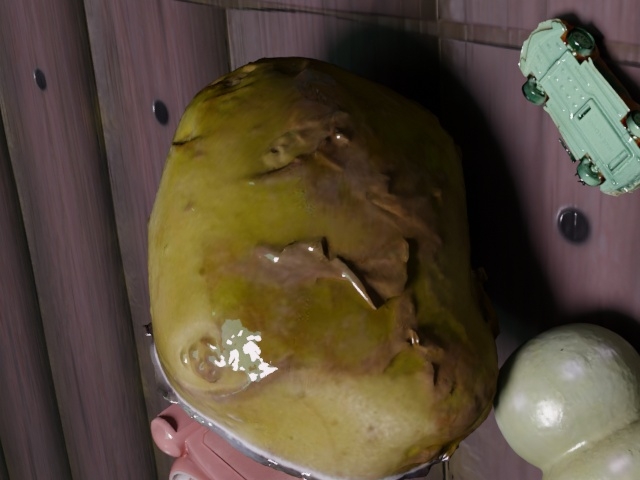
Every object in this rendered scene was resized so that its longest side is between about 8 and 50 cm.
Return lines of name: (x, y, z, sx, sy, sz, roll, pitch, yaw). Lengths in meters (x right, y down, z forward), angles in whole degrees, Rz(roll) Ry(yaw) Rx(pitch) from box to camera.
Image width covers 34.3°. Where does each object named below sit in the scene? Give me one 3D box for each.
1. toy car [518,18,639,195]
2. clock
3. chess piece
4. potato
toy car: (0.172, -0.087, 0.663, 0.122, 0.035, 0.059, 62, 143, 20)
clock: (-0.041, 0.274, 1.035, 0.227, 0.142, 0.241, 31, 140, 38)
chess piece: (0.210, 0.170, 0.683, 0.251, 0.144, 0.144, 61, 143, 18)
potato: (0.000, 0.000, 0.710, 0.196, 0.247, 0.299, 97, 155, -45)
